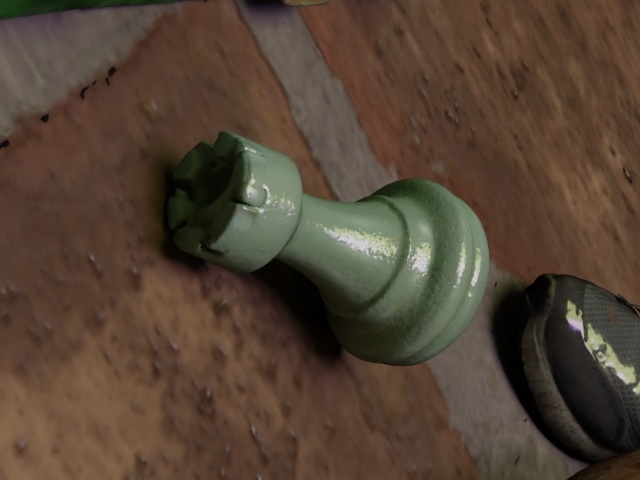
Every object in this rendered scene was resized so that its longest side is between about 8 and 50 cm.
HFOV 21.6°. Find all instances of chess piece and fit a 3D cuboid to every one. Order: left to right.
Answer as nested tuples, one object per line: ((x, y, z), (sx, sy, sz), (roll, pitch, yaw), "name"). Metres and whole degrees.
((0.000, 0.000, 0.563), (0.103, 0.067, 0.067), (22, 58, -39), "chess piece")

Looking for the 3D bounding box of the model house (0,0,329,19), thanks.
((-0.039, -0.249, 0.533), (0.358, 0.242, 0.312), (-20, 76, -55), "model house")

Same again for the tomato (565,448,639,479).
((0.137, 0.150, 0.599), (0.214, 0.155, 0.180), (-32, 138, -60), "tomato")

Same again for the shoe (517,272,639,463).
((0.159, 0.073, 0.738), (0.194, 0.077, 0.074), (47, 42, -33), "shoe")
